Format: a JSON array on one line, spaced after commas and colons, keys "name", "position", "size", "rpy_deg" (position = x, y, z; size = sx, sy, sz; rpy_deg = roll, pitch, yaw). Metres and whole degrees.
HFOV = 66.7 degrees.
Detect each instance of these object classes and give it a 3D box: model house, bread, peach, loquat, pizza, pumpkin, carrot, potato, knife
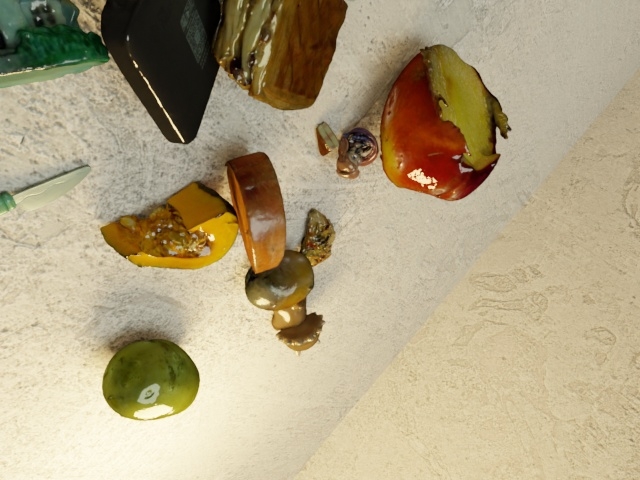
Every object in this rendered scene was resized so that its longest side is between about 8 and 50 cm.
[{"name": "model house", "position": [-0.473, -0.332, 0.640], "size": [0.280, 0.230, 0.248], "rpy_deg": [-26, 115, -34]}, {"name": "bread", "position": [0.023, -0.270, 1.353], "size": [0.043, 0.062, 0.109], "rpy_deg": [-37, 147, -19]}, {"name": "peach", "position": [0.330, -0.329, 1.370], "size": [0.339, 0.353, 0.416], "rpy_deg": [-3, 110, -46]}, {"name": "loquat", "position": [-0.125, 0.122, 1.469], "size": [0.227, 0.179, 0.179], "rpy_deg": [-21, 137, -31]}, {"name": "pizza", "position": [0.000, 0.000, 1.583], "size": [0.147, 0.069, 0.226], "rpy_deg": [-7, 128, -42]}, {"name": "pumpkin", "position": [-0.323, -0.040, 1.121], "size": [0.280, 0.139, 0.190], "rpy_deg": [11, 119, -55]}, {"name": "carrot", "position": [-0.163, -0.060, 1.190], "size": [0.100, 0.258, 0.307], "rpy_deg": [-10, 130, -18]}, {"name": "potato", "position": [-0.450, 0.381, 1.327], "size": [0.216, 0.216, 0.304], "rpy_deg": [-50, 145, 2]}, {"name": "knife", "position": [-0.559, -0.078, 0.923], "size": [0.260, 0.034, 0.063], "rpy_deg": [-28, 145, -33]}, {"name": "bread", "position": [-0.089, -0.410, 0.954], "size": [0.324, 0.167, 0.277], "rpy_deg": [-21, 133, -66]}]

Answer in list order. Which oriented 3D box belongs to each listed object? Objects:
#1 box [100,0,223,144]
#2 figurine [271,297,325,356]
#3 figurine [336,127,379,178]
[{"name": "box", "position": [-0.242, -0.349, 0.821], "size": [0.289, 0.073, 0.290], "rpy_deg": [76, 23, -67]}, {"name": "figurine", "position": [-0.073, 0.282, 1.680], "size": [0.177, 0.173, 0.247], "rpy_deg": [-15, 134, -39]}, {"name": "figurine", "position": [0.090, -0.240, 1.405], "size": [0.157, 0.114, 0.126], "rpy_deg": [-56, 132, -16]}]
